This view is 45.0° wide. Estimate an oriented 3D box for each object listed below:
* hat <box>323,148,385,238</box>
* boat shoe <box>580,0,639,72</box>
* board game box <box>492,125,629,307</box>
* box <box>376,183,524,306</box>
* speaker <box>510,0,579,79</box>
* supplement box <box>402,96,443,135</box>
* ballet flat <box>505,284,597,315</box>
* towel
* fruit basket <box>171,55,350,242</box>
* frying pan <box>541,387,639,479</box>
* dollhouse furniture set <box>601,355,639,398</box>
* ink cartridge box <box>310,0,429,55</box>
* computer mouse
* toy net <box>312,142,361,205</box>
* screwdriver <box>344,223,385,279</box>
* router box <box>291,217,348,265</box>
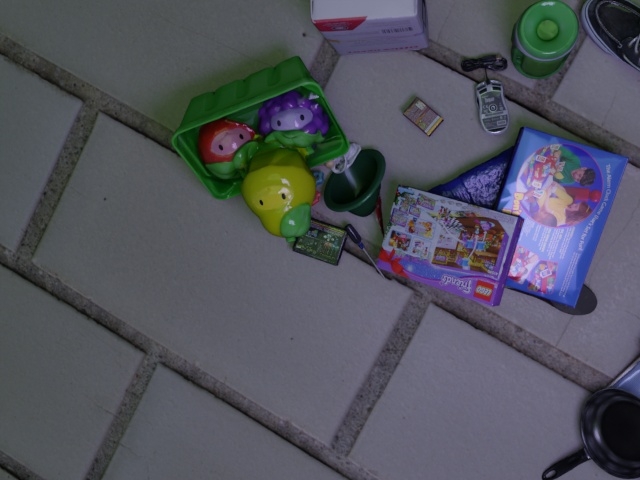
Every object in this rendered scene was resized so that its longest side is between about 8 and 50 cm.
[{"bbox_3d":[0.124,-0.088,1.882,0.173,0.183,0.208,10,65,48],"label":"hat"},{"bbox_3d":[0.722,-0.432,1.696,0.335,0.119,0.121,41,100,7],"label":"boat shoe"},{"bbox_3d":[0.504,-0.053,1.717,0.233,0.078,0.347,18,99,6],"label":"board game box"},{"bbox_3d":[0.283,0.007,1.720,0.293,0.057,0.201,19,98,30],"label":"box"},{"bbox_3d":[0.476,-0.425,1.656,0.131,0.296,0.131,1,93,11],"label":"speaker"},{"bbox_3d":[0.245,-0.294,1.840,0.083,0.043,0.055,42,100,6],"label":"supplement box"},{"bbox_3d":[0.520,0.109,1.804,0.250,0.058,0.084,17,97,6],"label":"ballet flat"},{"bbox_3d":[0.376,-0.057,1.816,0.308,0.076,0.228,-29,94,11],"label":"towel"},{"bbox_3d":[-0.124,-0.194,1.778,0.392,0.283,0.392,-13,51,17],"label":"fruit basket"},{"bbox_3d":[0.645,0.479,1.729,0.197,0.053,0.326,44,124,42],"label":"frying pan"},{"bbox_3d":[0.746,0.405,1.695,0.286,0.198,0.303,-44,84,10],"label":"dollhouse furniture set"},{"bbox_3d":[0.118,-0.513,1.721,0.226,0.306,0.131,-1,92,12],"label":"ink cartridge box"},{"bbox_3d":[0.395,-0.337,1.810,0.106,0.042,0.193,-8,86,7],"label":"computer mouse"},{"bbox_3d":[-0.003,-0.163,1.870,0.232,0.045,0.122,-32,51,14],"label":"toy net"},{"bbox_3d":[0.114,0.029,1.878,0.024,0.025,0.170,-43,99,-31],"label":"screwdriver"},{"bbox_3d":[0.000,0.000,1.908,0.122,0.038,0.092,19,97,10],"label":"router box"}]
